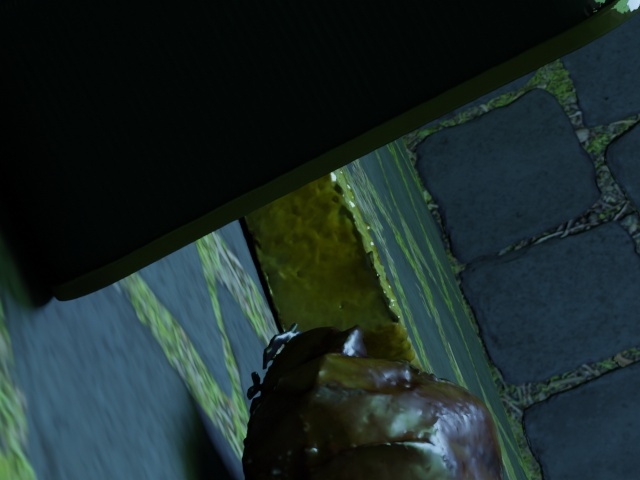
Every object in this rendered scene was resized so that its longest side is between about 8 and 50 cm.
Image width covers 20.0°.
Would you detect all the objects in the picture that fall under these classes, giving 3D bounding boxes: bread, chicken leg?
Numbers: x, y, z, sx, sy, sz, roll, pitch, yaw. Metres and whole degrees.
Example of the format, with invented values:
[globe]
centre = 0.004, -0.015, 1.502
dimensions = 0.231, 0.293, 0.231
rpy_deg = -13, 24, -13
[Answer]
[bread]
centre = 0.000, 0.000, 0.992
dimensions = 0.103, 0.065, 0.187
rpy_deg = 46, 23, -67
[chicken leg]
centre = 0.049, 0.153, 0.731
dimensions = 0.304, 0.093, 0.113
rpy_deg = 65, 33, -42

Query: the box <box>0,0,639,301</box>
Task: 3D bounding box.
[box]
centre = -0.010, -0.072, 0.578
dimensions = 0.090, 0.201, 0.144
rpy_deg = 62, 8, -8
